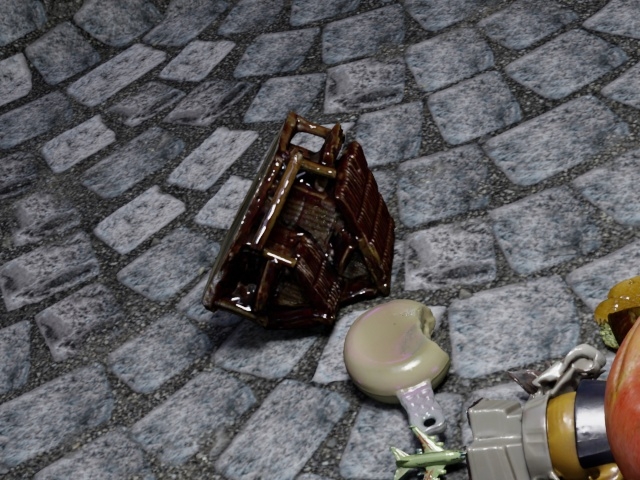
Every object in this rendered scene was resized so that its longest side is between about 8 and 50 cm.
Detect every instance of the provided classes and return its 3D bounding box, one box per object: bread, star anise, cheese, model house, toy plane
[{"bbox_3d":[0.485,0.109,2.133,0.140,0.069,0.128,10,45,37],"label":"bread"},{"bbox_3d":[0.330,0.211,2.084,0.129,0.056,0.124,17,53,22],"label":"star anise"},{"bbox_3d":[0.132,0.202,2.202,0.163,0.082,0.286,-25,37,-2],"label":"cheese"},{"bbox_3d":[0.000,0.000,2.412,0.282,0.297,0.317,26,34,-7],"label":"model house"},{"bbox_3d":[0.155,0.312,2.060,0.111,0.040,0.102,-6,71,4],"label":"toy plane"}]

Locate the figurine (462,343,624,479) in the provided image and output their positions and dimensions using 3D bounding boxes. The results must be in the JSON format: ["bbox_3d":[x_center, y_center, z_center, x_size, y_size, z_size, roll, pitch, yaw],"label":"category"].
[{"bbox_3d":[0.337,0.269,1.933,0.308,0.143,0.308,-11,65,24],"label":"figurine"}]

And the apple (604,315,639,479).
[{"bbox_3d":[0.522,0.205,1.692,0.364,0.364,0.364,-15,35,11],"label":"apple"}]

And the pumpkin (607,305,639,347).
[{"bbox_3d":[0.509,0.160,1.928,0.312,0.148,0.169,-13,73,44],"label":"pumpkin"}]
